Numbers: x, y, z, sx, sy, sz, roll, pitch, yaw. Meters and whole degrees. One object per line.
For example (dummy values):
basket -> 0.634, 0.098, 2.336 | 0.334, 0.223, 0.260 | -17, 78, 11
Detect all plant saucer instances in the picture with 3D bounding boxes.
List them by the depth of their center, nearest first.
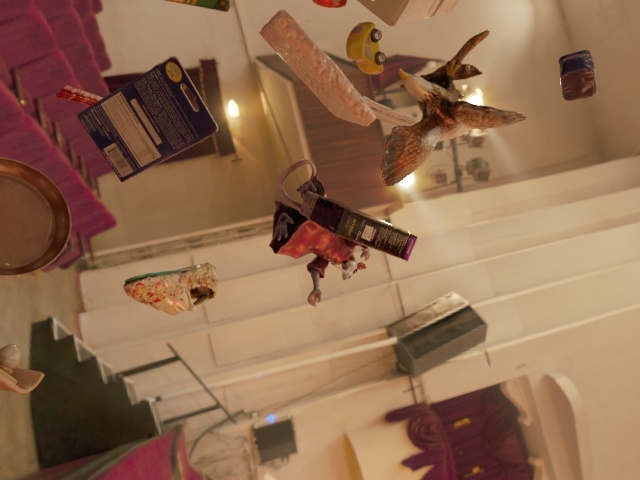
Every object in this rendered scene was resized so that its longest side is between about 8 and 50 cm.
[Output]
plant saucer -> -0.425, -0.030, 0.718 | 0.029, 0.169, 0.168 | -25, -105, 42

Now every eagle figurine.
eagle figurine -> 0.216, -0.223, 0.963 | 0.226, 0.225, 0.298 | 104, -8, -45

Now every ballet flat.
ballet flat -> -0.232, 0.083, 0.898 | 0.241, 0.091, 0.077 | -9, 81, -73

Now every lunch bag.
lunch bag -> 0.545, -0.349, 1.138 | 0.098, 0.067, 0.065 | 50, 42, -49

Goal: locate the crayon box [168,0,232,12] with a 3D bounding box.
crayon box -> -0.220, -0.535, 0.812 | 0.081, 0.203, 0.318 | -97, -164, -60

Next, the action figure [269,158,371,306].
action figure -> 0.000, 0.000, 1.522 | 0.370, 0.248, 0.275 | 39, 24, -48

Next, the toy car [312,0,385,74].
toy car -> 0.066, -0.428, 0.945 | 0.239, 0.053, 0.225 | 58, -24, -1

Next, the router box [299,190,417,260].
router box -> 0.055, -0.027, 0.869 | 0.046, 0.133, 0.179 | -68, -158, 6

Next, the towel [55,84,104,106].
towel -> -0.564, -0.360, 1.458 | 0.199, 0.275, 0.031 | 39, -69, 62

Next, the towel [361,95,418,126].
towel -> 0.166, -0.397, 1.639 | 0.285, 0.209, 0.034 | -127, -122, -68

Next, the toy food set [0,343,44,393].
toy food set -> -0.724, 0.204, 1.064 | 0.306, 0.220, 0.092 | 80, 19, -52

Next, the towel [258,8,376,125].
towel -> -0.014, -0.438, 1.382 | 0.332, 0.053, 0.317 | 43, 4, -20

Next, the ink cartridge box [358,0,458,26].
ink cartridge box -> 0.165, -0.635, 1.171 | 0.285, 0.395, 0.166 | 41, -52, 7

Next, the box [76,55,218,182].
box -> -0.284, -0.201, 0.900 | 0.136, 0.225, 0.036 | 61, 26, -18
